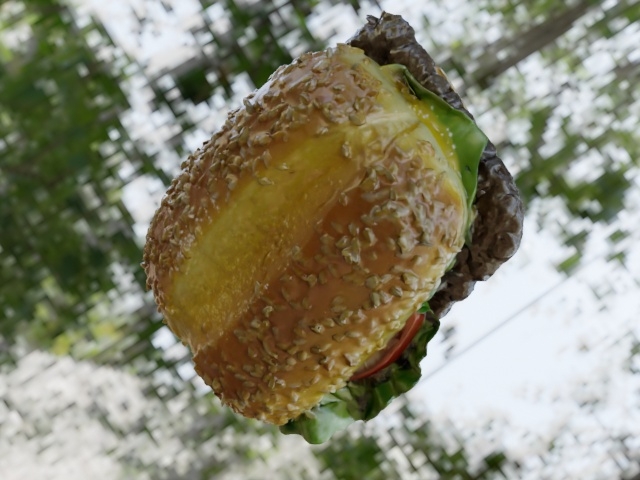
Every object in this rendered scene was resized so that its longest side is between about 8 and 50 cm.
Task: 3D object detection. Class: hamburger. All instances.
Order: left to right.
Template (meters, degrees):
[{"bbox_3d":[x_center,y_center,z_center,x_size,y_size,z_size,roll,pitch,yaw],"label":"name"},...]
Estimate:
[{"bbox_3d":[0.000,0.000,0.718,0.166,0.087,0.137,-45,-111,34],"label":"hamburger"}]
